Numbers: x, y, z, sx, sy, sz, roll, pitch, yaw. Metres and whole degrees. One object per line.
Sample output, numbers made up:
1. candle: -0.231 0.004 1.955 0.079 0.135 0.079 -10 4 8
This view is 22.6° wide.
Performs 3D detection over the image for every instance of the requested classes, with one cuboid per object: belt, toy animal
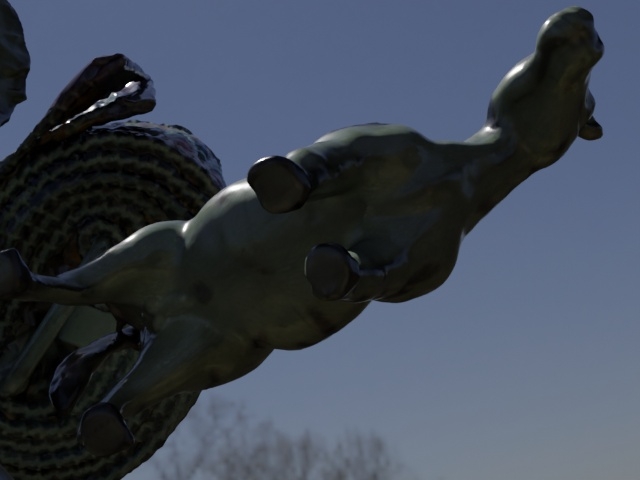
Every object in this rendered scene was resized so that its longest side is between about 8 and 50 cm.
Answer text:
1. belt: -0.163 0.036 1.108 0.295 0.207 0.160 -52 10 2
2. toy animal: 0.001 -0.002 0.601 0.255 0.090 0.170 -23 -5 3

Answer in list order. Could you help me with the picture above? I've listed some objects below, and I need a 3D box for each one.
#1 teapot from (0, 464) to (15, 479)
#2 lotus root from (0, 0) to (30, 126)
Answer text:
1. teapot: -0.268 0.101 0.659 0.300 0.344 0.253 -46 20 -22
2. lotus root: -0.248 -0.139 0.864 0.078 0.203 0.183 -28 23 17
